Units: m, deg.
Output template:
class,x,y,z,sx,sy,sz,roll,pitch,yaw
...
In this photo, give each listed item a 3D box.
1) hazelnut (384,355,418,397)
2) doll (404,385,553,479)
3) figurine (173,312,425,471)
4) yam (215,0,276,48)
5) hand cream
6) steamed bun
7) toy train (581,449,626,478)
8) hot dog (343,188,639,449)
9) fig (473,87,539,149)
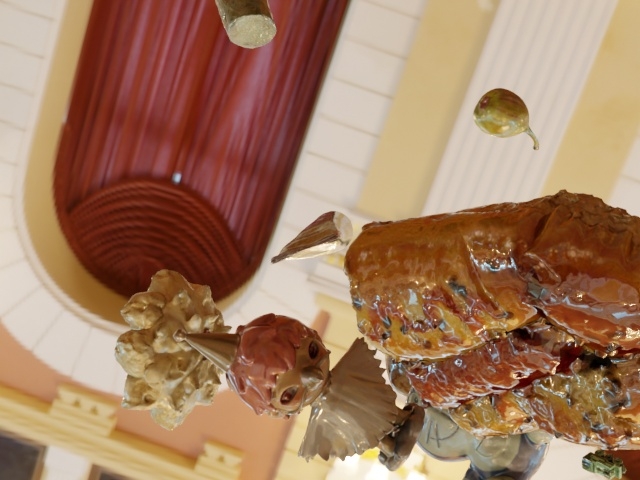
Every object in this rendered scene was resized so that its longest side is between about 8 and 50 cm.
class,x,y,z,sx,sy,sz,roll,pitch,yaw
hazelnut,0.243,0.232,1.977,0.234,0.218,0.218,16,-165,13
doll,0.260,0.306,1.692,0.258,0.228,0.154,30,-168,24
figurine,-0.028,0.202,1.490,0.387,0.207,0.166,32,166,-11
yam,-0.113,-0.344,1.439,0.078,0.078,0.179,9,-138,-31
hand cream,0.000,0.000,1.278,0.086,0.055,0.235,-22,-177,11
steamed bun,-0.258,0.215,1.915,0.137,0.292,0.295,-1,-146,29
toy train,0.576,0.456,2.044,0.053,0.033,0.083,-23,-153,-33
hot dog,0.256,0.103,1.125,0.365,0.196,0.367,-12,133,39
fig,0.342,-0.222,1.805,0.166,0.093,0.093,7,-160,-46
